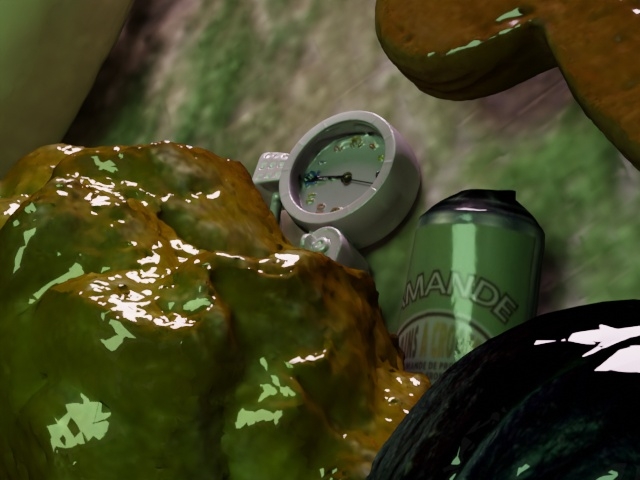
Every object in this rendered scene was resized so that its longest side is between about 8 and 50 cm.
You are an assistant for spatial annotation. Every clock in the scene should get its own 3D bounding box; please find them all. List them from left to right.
[{"bbox_3d":[0.000,0.000,0.897,0.087,0.041,0.129,-10,54,29],"label":"clock"}]

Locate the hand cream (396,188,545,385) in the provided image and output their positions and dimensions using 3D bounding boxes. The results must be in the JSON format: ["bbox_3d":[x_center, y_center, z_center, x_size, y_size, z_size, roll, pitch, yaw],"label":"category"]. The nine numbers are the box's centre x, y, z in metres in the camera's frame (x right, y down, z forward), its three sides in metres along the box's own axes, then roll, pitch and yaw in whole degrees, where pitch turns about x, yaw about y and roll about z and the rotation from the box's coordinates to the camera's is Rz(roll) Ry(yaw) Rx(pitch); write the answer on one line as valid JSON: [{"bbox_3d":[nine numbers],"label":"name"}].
[{"bbox_3d":[0.054,0.087,0.801,0.086,0.055,0.235,-1,72,42],"label":"hand cream"}]

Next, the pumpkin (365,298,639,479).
[{"bbox_3d":[0.099,0.150,0.579,0.248,0.248,0.248,-19,55,29],"label":"pumpkin"}]

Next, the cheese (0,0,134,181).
[{"bbox_3d":[-0.215,-0.068,1.041,0.328,0.129,0.351,-30,50,22],"label":"cheese"}]

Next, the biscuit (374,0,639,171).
[{"bbox_3d":[0.159,-0.148,0.842,0.283,0.064,0.432,-42,48,2],"label":"biscuit"}]

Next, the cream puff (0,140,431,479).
[{"bbox_3d":[-0.059,0.077,0.744,0.196,0.244,0.244,0,58,-3],"label":"cream puff"}]
